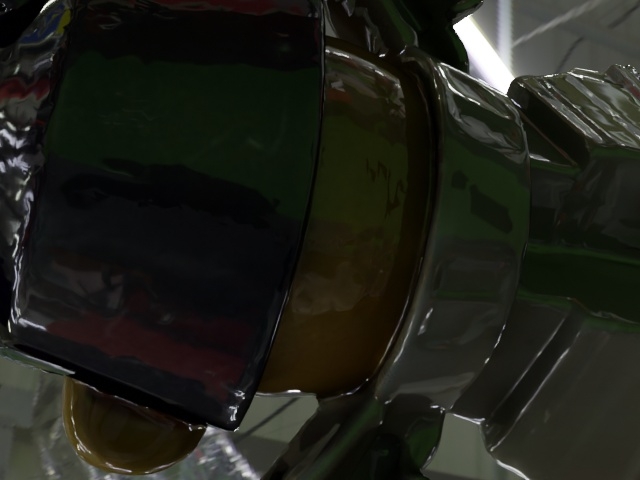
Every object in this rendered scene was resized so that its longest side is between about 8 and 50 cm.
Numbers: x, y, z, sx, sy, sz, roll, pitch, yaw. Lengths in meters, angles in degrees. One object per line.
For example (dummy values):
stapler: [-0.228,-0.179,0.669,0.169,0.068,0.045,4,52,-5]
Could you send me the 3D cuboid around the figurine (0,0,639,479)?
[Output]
figurine: [-0.005,-0.010,0.385,0.309,0.143,0.308,13,-123,-20]
